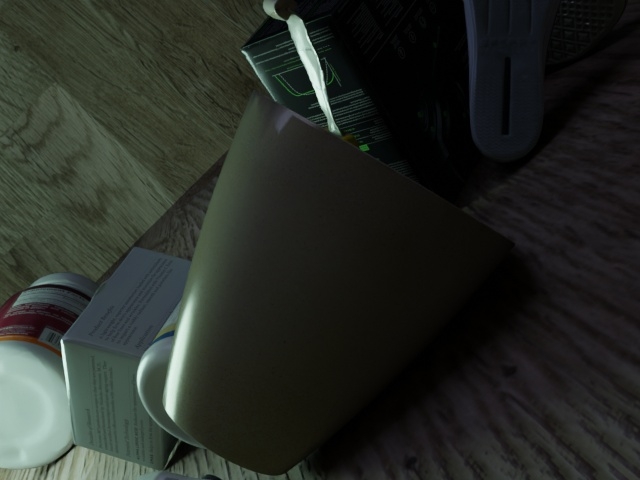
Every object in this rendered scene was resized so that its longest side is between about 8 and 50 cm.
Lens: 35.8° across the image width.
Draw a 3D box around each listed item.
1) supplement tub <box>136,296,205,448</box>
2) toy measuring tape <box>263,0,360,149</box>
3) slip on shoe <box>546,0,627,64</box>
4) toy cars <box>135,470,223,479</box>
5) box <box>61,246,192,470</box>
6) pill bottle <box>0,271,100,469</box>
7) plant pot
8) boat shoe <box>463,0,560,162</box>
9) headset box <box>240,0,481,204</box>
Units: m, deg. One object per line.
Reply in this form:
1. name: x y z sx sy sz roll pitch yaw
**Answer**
1. supplement tub: -0.091 0.107 1.053 0.144 0.144 0.199 -35 17 36
2. toy measuring tape: -0.019 -0.076 1.005 0.121 0.330 0.121 -20 23 9
3. slip on shoe: 0.257 -0.269 1.210 0.101 0.123 0.331 -46 8 -20
4. toy cars: -0.151 0.283 0.833 0.176 0.087 0.393 -43 14 5
5. box: -0.206 0.138 1.179 0.181 0.119 0.181 -61 -18 -50
6. pill bottle: -0.487 0.207 1.736 0.224 0.224 0.392 -42 14 11
7. plant pot: -0.016 0.052 0.857 0.274 0.257 0.256 -59 13 5
8. boat shoe: 0.193 -0.234 1.034 0.094 0.109 0.302 -85 1 -80
9. headset box: 0.082 -0.182 1.138 0.131 0.283 0.246 -11 34 40
